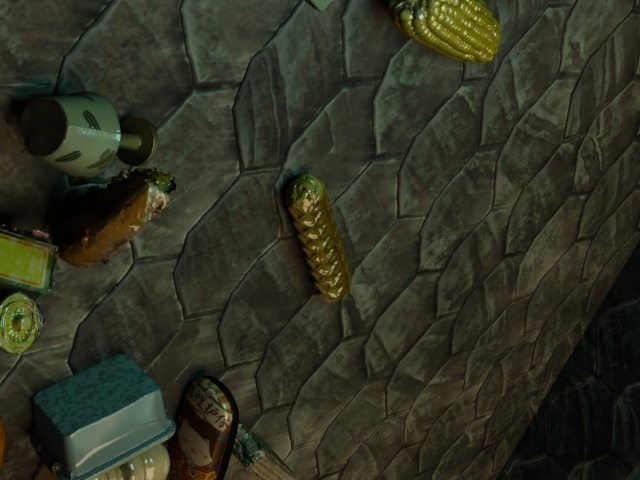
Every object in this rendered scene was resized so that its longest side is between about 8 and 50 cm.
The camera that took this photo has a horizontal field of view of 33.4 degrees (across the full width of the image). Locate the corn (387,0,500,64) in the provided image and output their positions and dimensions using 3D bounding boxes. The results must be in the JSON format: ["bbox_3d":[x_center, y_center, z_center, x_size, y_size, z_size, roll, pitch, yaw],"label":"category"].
[{"bbox_3d":[0.215,-0.379,1.809,0.130,0.130,0.347,-55,151,12],"label":"corn"}]

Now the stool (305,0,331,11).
[{"bbox_3d":[-0.071,-0.453,1.286,0.170,0.243,0.269,-49,148,3],"label":"stool"}]

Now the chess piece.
[{"bbox_3d":[-0.389,0.440,1.994,0.261,0.143,0.143,-7,130,-50],"label":"chess piece"}]

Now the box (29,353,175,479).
[{"bbox_3d":[-0.377,0.307,1.837,0.227,0.162,0.130,-24,131,-32],"label":"box"}]

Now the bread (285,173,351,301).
[{"bbox_3d":[0.000,0.001,2.016,0.084,0.077,0.367,-37,146,-13],"label":"bread"}]

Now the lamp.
[{"bbox_3d":[-0.314,-0.143,1.463,0.121,0.121,0.214,-57,160,15],"label":"lamp"}]

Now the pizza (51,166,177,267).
[{"bbox_3d":[-0.301,-0.037,1.512,0.305,0.085,0.161,-27,-155,51],"label":"pizza"}]

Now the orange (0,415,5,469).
[{"bbox_3d":[-0.576,0.277,1.459,0.226,0.284,0.284,-62,176,-63],"label":"orange"}]

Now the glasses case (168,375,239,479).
[{"bbox_3d":[-0.237,0.407,2.133,0.082,0.122,0.321,-16,136,-40],"label":"glasses case"}]

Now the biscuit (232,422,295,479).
[{"bbox_3d":[-0.132,0.481,2.349,0.062,0.108,0.239,-46,148,-6],"label":"biscuit"}]

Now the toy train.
[{"bbox_3d":[-0.479,0.058,1.432,0.261,0.134,0.177,24,67,-57],"label":"toy train"}]
